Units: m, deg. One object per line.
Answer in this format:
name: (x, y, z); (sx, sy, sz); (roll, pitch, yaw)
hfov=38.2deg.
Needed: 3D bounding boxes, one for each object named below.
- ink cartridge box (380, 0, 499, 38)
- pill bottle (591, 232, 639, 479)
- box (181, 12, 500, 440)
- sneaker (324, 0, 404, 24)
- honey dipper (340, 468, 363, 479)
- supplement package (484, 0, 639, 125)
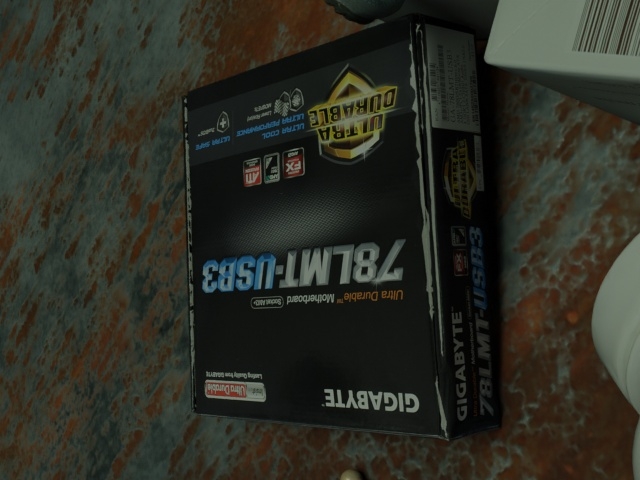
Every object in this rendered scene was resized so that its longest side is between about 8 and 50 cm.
ink cartridge box: (0.140, -0.297, 0.630); (0.211, 0.121, 0.289); (9, 90, 48)
pill bottle: (0.246, 0.121, 0.361); (0.188, 0.188, 0.334); (-55, 32, 24)
box: (0.000, 0.000, 0.742); (0.295, 0.073, 0.293); (-5, 84, 47)
sneaker: (0.061, -0.258, 0.542); (0.125, 0.104, 0.262); (17, 97, 45)
honey dipper: (0.069, 0.202, 0.681); (0.160, 0.030, 0.030); (17, 95, 49)
supplement package: (0.218, -0.106, 0.416); (0.139, 0.244, 0.134); (22, 98, 52)
